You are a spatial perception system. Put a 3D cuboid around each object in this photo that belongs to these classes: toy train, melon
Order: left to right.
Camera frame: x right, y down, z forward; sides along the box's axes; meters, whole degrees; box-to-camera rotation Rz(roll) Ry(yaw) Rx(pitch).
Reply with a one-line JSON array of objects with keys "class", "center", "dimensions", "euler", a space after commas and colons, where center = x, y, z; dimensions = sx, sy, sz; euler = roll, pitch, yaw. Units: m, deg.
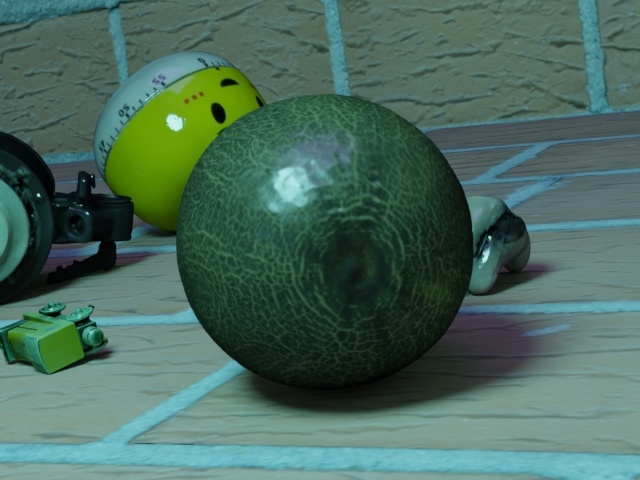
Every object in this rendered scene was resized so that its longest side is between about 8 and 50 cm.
[{"class": "toy train", "center": [-0.260, 0.095, 1.353], "dimensions": [0.081, 0.050, 0.122], "euler": [-27, 18, -34]}, {"class": "melon", "center": [0.000, 0.000, 1.135], "dimensions": [0.237, 0.237, 0.301], "euler": [-9, 9, -8]}]

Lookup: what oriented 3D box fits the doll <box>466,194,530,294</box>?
[{"class": "doll", "center": [0.123, 0.000, 1.444], "dimensions": [0.192, 0.095, 0.149], "euler": [3, 16, 36]}]

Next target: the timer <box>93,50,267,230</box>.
[{"class": "timer", "center": [-0.167, -0.110, 2.020], "dimensions": [0.285, 0.285, 0.285], "euler": [-8, 10, 1]}]

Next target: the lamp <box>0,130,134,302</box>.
[{"class": "lamp", "center": [-0.444, -0.032, 1.744], "dimensions": [0.374, 0.205, 0.272], "euler": [5, 8, 10]}]
